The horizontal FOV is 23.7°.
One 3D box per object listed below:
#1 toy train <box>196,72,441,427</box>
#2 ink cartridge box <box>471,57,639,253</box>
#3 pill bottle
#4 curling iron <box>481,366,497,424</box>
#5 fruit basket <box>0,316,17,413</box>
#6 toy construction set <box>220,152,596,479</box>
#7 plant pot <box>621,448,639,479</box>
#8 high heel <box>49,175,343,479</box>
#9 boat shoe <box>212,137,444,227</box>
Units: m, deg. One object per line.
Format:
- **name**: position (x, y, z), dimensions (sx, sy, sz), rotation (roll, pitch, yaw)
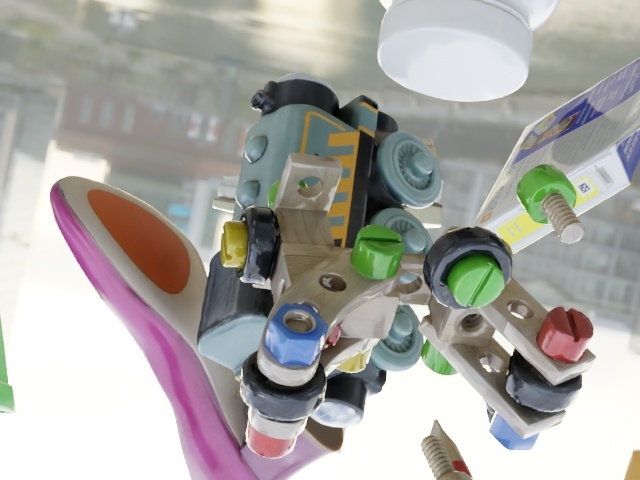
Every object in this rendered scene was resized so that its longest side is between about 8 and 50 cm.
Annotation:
- **toy train**: position (0.000, 0.000, 1.387), dimensions (0.190, 0.334, 0.142), rotation (29, 143, -29)
- **ink cartridge box**: position (0.357, -0.130, 1.957), dimensions (0.307, 0.072, 0.303), rotation (-30, -166, 36)
- **pill bottle**: position (0.149, -0.313, 1.466), dimensions (0.188, 0.334, 0.188), rotation (9, 160, 3)
- **curling iron**: position (0.177, 0.136, 1.499), dimensions (0.035, 0.068, 0.274), rotation (-14, 168, 1)
- **fruit basket**: position (-0.511, 0.180, 1.625), dimensions (0.283, 0.392, 0.392), rotation (3, -178, 9)
- **toy construction set**: position (0.053, 0.067, 1.138), dimensions (0.257, 0.309, 0.237), rotation (-19, -140, -5)
- **plant pot**: position (0.398, 0.332, 1.688), dimensions (0.205, 0.188, 0.205), rotation (7, 177, 0)
- **high heel**: position (-0.160, 0.113, 1.453), dimensions (0.377, 0.181, 0.127), rotation (50, -150, -11)
- **boat shoe**: position (0.010, -0.071, 1.804), dimensions (0.302, 0.103, 0.113), rotation (2, 177, 29)
